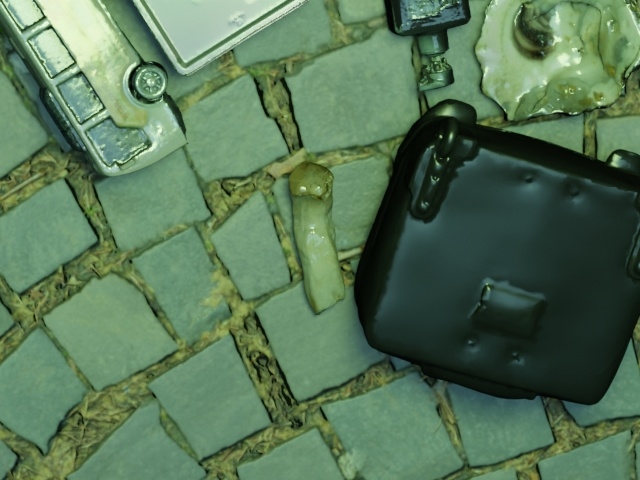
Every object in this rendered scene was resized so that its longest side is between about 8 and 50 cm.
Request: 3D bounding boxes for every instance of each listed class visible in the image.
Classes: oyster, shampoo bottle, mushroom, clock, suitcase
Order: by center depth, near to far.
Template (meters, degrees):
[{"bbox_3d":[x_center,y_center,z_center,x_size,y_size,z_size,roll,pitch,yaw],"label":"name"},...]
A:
[{"bbox_3d":[-0.124,-0.304,1.816,0.192,0.071,0.147,-33,105,0],"label":"clock"},{"bbox_3d":[0.122,-0.339,1.846,0.098,0.071,0.310,-13,106,-8],"label":"shampoo bottle"},{"bbox_3d":[0.234,0.026,1.881,0.345,0.188,0.339,15,103,-11],"label":"suitcase"},{"bbox_3d":[0.295,-0.258,1.882,0.222,0.083,0.214,-15,97,14],"label":"oyster"},{"bbox_3d":[-0.003,0.001,1.914,0.059,0.054,0.202,-9,108,-7],"label":"mushroom"}]

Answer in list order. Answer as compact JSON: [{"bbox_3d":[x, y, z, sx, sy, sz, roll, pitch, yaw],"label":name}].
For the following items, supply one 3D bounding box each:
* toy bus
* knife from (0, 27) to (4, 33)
[{"bbox_3d":[-0.289,-0.233,1.782,0.138,0.097,0.343,-34,105,-13],"label":"toy bus"},{"bbox_3d":[-0.368,-0.257,1.819,0.166,0.022,0.078,35,91,-15],"label":"knife"}]
